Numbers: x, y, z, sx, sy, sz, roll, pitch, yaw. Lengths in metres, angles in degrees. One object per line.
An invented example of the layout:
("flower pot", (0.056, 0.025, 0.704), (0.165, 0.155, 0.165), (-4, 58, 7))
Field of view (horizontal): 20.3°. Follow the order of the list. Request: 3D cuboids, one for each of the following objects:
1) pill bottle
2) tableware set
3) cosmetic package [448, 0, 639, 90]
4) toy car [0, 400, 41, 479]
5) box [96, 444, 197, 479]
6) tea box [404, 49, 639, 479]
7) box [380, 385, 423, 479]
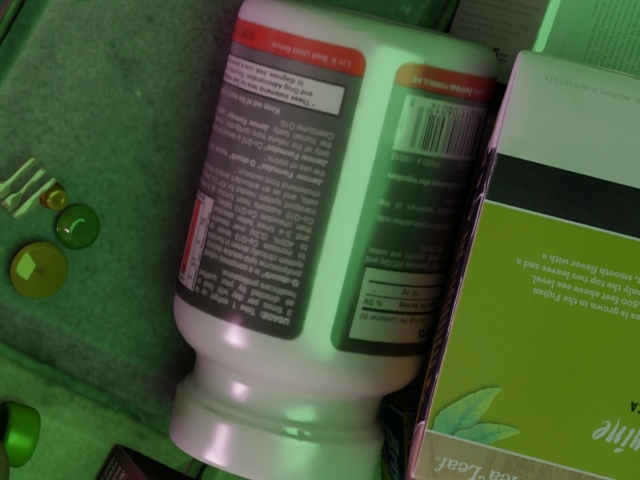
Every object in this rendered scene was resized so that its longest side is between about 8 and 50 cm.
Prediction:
("pill bottle", (0.000, 0.000, 1.413), (0.210, 0.210, 0.363), (10, 99, -26))
("tableware set", (-0.251, 0.012, 1.411), (0.154, 0.024, 0.104), (-45, 119, -9))
("cosmetic package", (0.229, -0.180, 1.501), (0.184, 0.151, 0.151), (16, 96, -25))
("toy car", (-0.286, 0.186, 1.345), (0.155, 0.188, 0.149), (19, 95, -26))
("box", (-0.047, 0.346, 1.521), (0.381, 0.143, 0.191), (31, 90, -29))
("tea box", (0.205, 0.064, 1.387), (0.220, 0.329, 0.323), (15, 83, 4))
("box", (0.091, 0.218, 1.595), (0.059, 0.054, 0.169), (-8, 106, -22))
